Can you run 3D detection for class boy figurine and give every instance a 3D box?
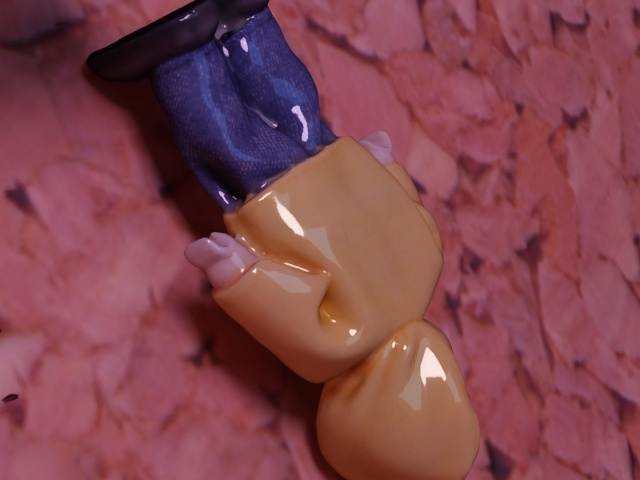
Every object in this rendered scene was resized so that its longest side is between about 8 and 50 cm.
[{"bbox_3d":[0.000,0.000,0.955,0.285,0.092,0.177,61,38,-12],"label":"boy figurine"}]
